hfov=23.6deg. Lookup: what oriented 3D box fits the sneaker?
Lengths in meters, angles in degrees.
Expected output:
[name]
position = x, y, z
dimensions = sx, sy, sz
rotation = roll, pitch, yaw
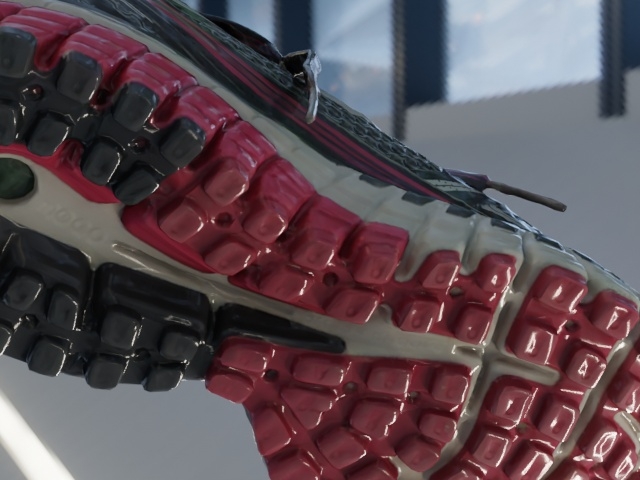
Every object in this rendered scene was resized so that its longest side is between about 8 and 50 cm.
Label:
[sneaker]
position = 0.000, 0.000, 0.457
dimensions = 0.121, 0.299, 0.112
rotation = -45, -153, 23
